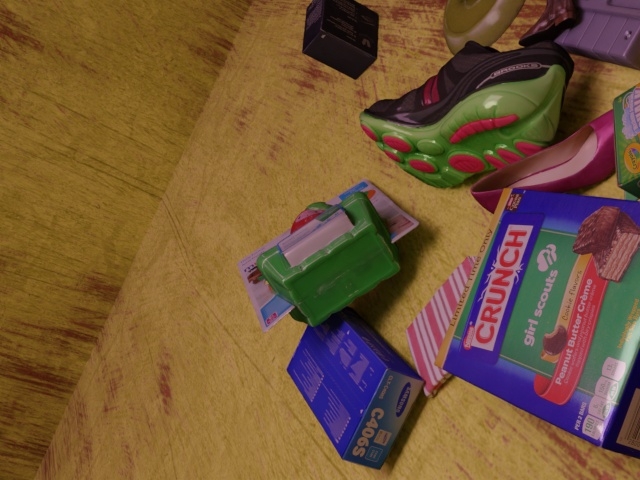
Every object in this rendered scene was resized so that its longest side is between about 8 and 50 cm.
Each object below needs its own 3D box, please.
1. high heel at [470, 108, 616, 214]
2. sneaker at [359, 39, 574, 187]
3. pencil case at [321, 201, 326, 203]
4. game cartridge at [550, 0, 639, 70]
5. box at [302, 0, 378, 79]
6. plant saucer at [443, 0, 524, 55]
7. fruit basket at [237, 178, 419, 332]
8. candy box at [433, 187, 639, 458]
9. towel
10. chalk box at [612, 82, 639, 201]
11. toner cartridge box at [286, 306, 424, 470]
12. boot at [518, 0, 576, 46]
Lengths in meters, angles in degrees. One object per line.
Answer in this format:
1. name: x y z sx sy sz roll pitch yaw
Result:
1. high heel: 0.322 -0.116 1.118 0.244 0.117 0.082 -45 33 40
2. sneaker: 0.238 -0.214 1.350 0.202 0.185 0.483 -55 25 -16
3. pencil case: 0.000 0.000 1.719 0.070 0.064 0.151 33 100 36
4. game cartridge: 0.467 -0.430 1.165 0.355 0.068 0.230 -63 30 10
5. box: 0.048 -0.492 1.920 0.093 0.156 0.158 -39 37 46
6. plant saucer: 0.305 -0.462 1.531 0.241 0.037 0.241 -45 33 40
7. fruit basket: -0.007 0.002 1.519 0.327 0.165 0.353 -33 27 0
8. candy box: 0.309 0.083 0.979 0.317 0.122 0.268 16 85 66
9. towel: 0.206 0.133 1.256 0.197 0.029 0.144 -55 27 30
10. chalk box: 0.418 -0.112 0.910 0.213 0.132 0.132 -35 40 49
11. toner cartridge box: 0.047 0.233 1.402 0.165 0.075 0.348 -65 21 7
12. boot: 0.347 -0.363 1.241 0.106 0.037 0.114 -20 61 47
